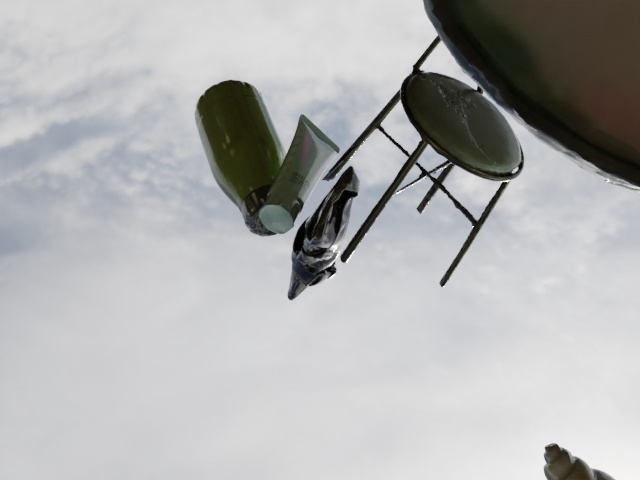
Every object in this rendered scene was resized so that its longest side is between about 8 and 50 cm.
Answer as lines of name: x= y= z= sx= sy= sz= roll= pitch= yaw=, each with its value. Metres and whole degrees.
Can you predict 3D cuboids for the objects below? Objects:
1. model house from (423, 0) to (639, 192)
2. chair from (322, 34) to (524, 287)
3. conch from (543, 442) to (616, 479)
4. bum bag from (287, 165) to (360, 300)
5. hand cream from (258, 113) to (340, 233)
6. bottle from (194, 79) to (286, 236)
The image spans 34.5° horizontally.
model house: x=0.165 y=-0.115 z=0.421 sx=0.236 sy=0.203 sz=0.237 roll=4 pitch=-176 yaw=9
chair: x=0.137 y=-0.122 z=1.017 sx=0.159 sy=0.326 sz=0.170 roll=17 pitch=-141 yaw=-25
conch: x=0.337 y=0.355 z=1.162 sx=0.275 sy=0.149 sz=0.182 roll=38 pitch=-158 yaw=13
bum bag: x=-0.001 y=0.000 z=1.375 sx=0.069 sy=0.248 sz=0.102 roll=40 pitch=-118 yaw=14
hand cream: x=-0.028 y=-0.090 z=1.388 sx=0.050 sy=0.078 sz=0.205 roll=-37 pitch=-160 yaw=40
bottle: x=-0.104 y=-0.116 z=1.478 sx=0.112 sy=0.112 sz=0.260 roll=-20 pitch=-131 yaw=-3
